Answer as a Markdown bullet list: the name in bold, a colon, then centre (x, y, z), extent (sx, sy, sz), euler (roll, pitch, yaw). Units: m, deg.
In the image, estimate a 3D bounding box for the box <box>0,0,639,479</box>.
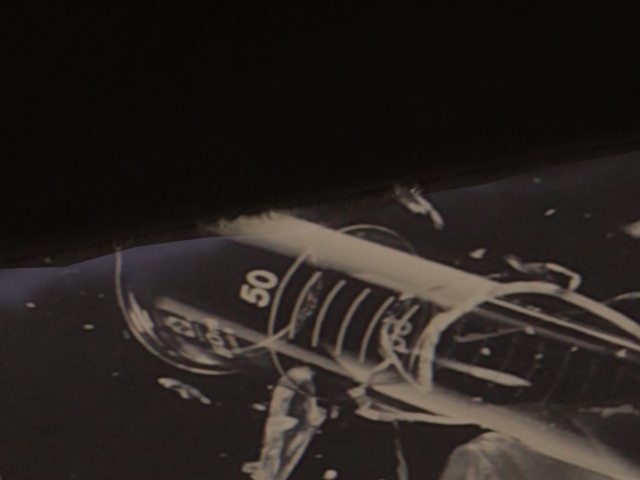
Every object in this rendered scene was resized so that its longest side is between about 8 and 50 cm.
- **box**: centre (0.092, 0.070, 0.495), extent (0.312, 0.179, 0.343), euler (-10, 124, 13)
